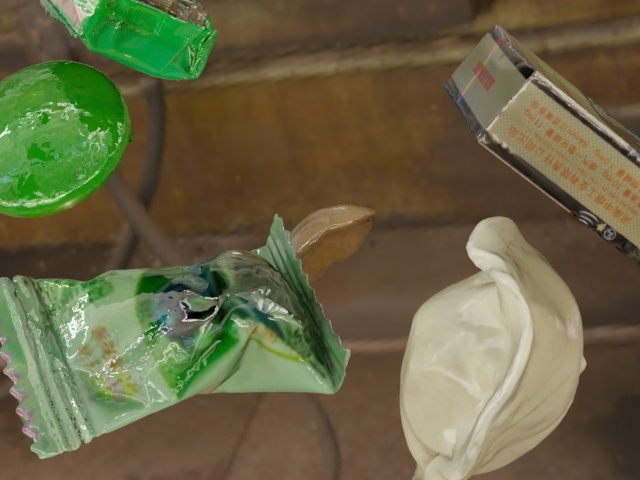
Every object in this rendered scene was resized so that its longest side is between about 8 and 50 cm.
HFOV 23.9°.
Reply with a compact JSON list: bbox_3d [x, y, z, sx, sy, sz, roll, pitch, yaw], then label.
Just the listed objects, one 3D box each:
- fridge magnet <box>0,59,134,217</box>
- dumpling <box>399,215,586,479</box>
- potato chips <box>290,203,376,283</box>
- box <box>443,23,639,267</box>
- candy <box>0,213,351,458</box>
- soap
[{"bbox_3d":[-0.317,-0.116,1.748,0.208,0.088,0.208,-6,61,11],"label":"fridge magnet"},{"bbox_3d":[0.175,0.149,1.512,0.187,0.318,0.243,11,24,-3],"label":"dumpling"},{"bbox_3d":[-0.001,0.000,2.147,0.195,0.062,0.208,-46,-13,33],"label":"potato chips"},{"bbox_3d":[0.268,-0.065,1.422,0.084,0.310,0.198,-50,16,13],"label":"box"},{"bbox_3d":[-0.185,0.110,1.776,0.397,0.172,0.263,-7,41,-30],"label":"candy"},{"bbox_3d":[-0.240,-0.292,1.771,0.217,0.098,0.273,17,20,-37],"label":"soap"}]
